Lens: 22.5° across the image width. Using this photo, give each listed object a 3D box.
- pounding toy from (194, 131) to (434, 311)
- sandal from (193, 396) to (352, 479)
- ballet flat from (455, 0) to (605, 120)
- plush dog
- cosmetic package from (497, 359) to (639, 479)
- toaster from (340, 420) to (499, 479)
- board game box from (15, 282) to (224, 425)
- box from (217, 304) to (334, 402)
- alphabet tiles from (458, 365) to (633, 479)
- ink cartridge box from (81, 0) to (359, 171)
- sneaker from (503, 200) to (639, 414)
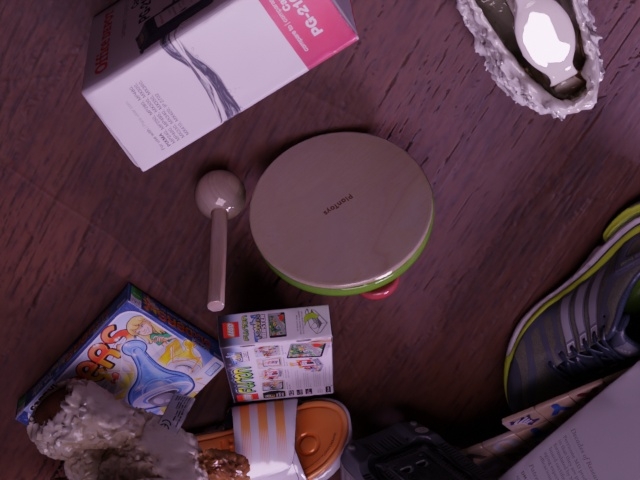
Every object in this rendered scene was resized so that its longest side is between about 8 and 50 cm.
[{"bbox_3d":[0.000,0.000,1.619,0.236,0.183,0.110,-10,147,2],"label":"pounding toy"},{"bbox_3d":[-0.096,0.233,1.759,0.265,0.102,0.076,-15,151,6],"label":"sandal"},{"bbox_3d":[0.166,-0.282,1.465,0.147,0.147,0.409,-26,119,11],"label":"ballet flat"},{"bbox_3d":[-0.207,0.301,1.708,0.210,0.262,0.225,5,130,-34],"label":"plush dog"},{"bbox_3d":[0.364,0.252,1.711,0.217,0.156,0.385,11,132,-42],"label":"cosmetic package"},{"bbox_3d":[0.115,0.308,1.719,0.129,0.227,0.146,-18,125,-35],"label":"toaster"},{"bbox_3d":[-0.217,0.155,1.750,0.136,0.035,0.201,35,113,-22],"label":"board game box"},{"bbox_3d":[-0.043,0.121,1.674,0.114,0.036,0.207,-5,159,-2],"label":"box"},{"bbox_3d":[0.271,0.213,1.776,0.237,0.009,0.198,-25,149,18],"label":"alphabet tiles"},{"bbox_3d":[-0.094,-0.192,1.472,0.237,0.172,0.100,-30,118,13],"label":"ink cartridge box"},{"bbox_3d":[0.296,0.095,1.704,0.111,0.121,0.300,24,117,-17],"label":"sneaker"}]
